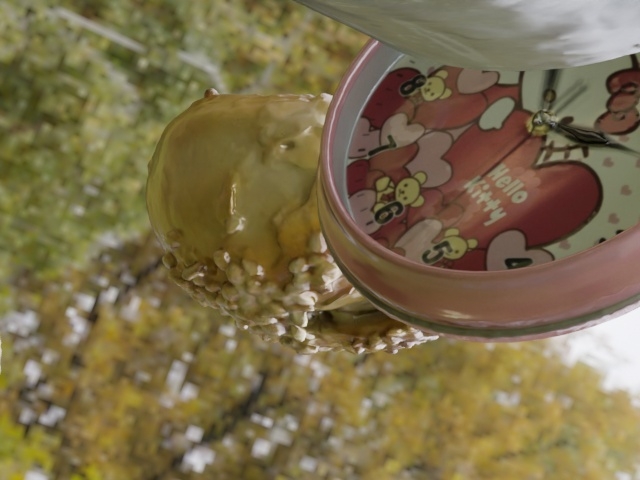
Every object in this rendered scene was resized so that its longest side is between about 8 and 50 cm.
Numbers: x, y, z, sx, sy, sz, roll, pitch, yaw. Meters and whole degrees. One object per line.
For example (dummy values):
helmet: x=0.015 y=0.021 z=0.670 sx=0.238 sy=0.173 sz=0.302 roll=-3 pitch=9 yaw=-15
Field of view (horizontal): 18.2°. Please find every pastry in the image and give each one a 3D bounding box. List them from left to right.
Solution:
pastry: x=0.000 y=0.000 z=1.606 sx=0.284 sy=0.315 sz=0.184 roll=6 pitch=-101 yaw=29

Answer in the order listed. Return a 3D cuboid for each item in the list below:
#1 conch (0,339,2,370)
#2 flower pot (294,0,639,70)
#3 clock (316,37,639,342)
conch: x=-0.253 y=0.082 z=1.004 sx=0.330 sy=0.093 sz=0.109 roll=-22 pitch=-108 yaw=41
flower pot: x=0.074 y=-0.109 z=0.418 sx=0.229 sy=0.108 sz=0.103 roll=-15 pitch=-105 yaw=28
clock: x=0.110 y=-0.054 z=0.995 sx=0.244 sy=0.056 sz=0.244 roll=-15 pitch=-133 yaw=17
